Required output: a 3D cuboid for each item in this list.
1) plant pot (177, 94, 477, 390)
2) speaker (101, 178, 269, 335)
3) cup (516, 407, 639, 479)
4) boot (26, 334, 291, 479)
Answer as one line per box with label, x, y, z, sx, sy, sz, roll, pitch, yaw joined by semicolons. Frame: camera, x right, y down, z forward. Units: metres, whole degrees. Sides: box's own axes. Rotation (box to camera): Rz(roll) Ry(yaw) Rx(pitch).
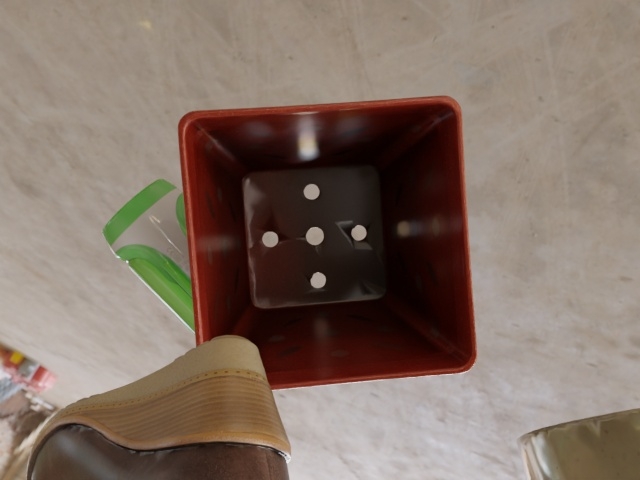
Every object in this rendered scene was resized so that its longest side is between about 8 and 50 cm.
plant pot;0.000;0.000;0.808;0.268;0.267;0.236;-4;-177;-5
speaker;-0.146;0.061;0.979;0.296;0.131;0.131;47;151;-5
cup;0.304;0.220;0.433;0.331;0.236;0.331;-5;159;-2
boot;-0.107;0.189;0.420;0.090;0.206;0.248;23;134;-35
